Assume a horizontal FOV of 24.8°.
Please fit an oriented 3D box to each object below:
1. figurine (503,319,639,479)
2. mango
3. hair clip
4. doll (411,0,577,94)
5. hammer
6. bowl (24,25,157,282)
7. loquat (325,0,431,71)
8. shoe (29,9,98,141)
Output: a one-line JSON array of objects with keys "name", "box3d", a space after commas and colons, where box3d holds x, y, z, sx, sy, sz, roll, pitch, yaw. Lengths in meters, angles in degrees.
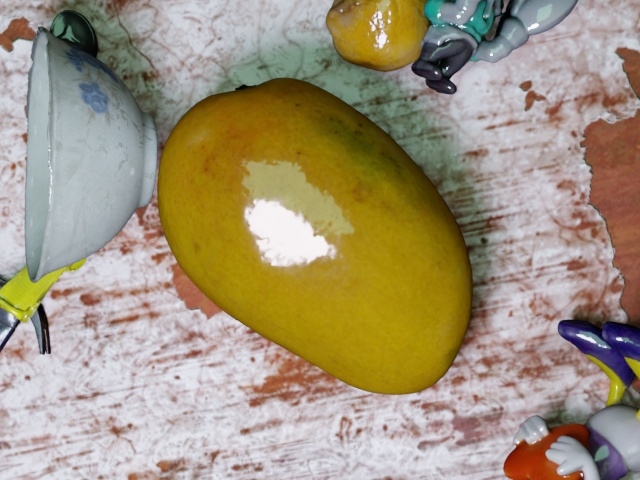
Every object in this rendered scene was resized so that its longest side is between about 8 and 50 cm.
[{"name": "figurine", "box3d": [0.320, 0.296, 1.754, 0.193, 0.154, 0.421, 30, 84, -27]}, {"name": "mango", "box3d": [0.000, 0.000, 1.762, 0.300, 0.232, 0.446, -44, 89, 13]}, {"name": "hair clip", "box3d": [-0.347, 0.029, 1.889, 0.072, 0.046, 0.173, 35, 75, 5]}, {"name": "doll", "box3d": [0.219, -0.301, 1.779, 0.153, 0.195, 0.258, 18, 103, 39]}, {"name": "hammer", "box3d": [-0.462, 0.189, 1.921, 0.137, 0.037, 0.290, 32, 93, 9]}, {"name": "bowl", "box3d": [-0.280, -0.102, 1.784, 0.146, 0.313, 0.313, 1, 89, -15]}, {"name": "loquat", "box3d": [0.074, -0.274, 1.818, 0.137, 0.113, 0.137, 5, 115, 10]}, {"name": "shoe", "box3d": [-0.342, -0.214, 1.904, 0.071, 0.049, 0.179, 15, 91, 8]}]
